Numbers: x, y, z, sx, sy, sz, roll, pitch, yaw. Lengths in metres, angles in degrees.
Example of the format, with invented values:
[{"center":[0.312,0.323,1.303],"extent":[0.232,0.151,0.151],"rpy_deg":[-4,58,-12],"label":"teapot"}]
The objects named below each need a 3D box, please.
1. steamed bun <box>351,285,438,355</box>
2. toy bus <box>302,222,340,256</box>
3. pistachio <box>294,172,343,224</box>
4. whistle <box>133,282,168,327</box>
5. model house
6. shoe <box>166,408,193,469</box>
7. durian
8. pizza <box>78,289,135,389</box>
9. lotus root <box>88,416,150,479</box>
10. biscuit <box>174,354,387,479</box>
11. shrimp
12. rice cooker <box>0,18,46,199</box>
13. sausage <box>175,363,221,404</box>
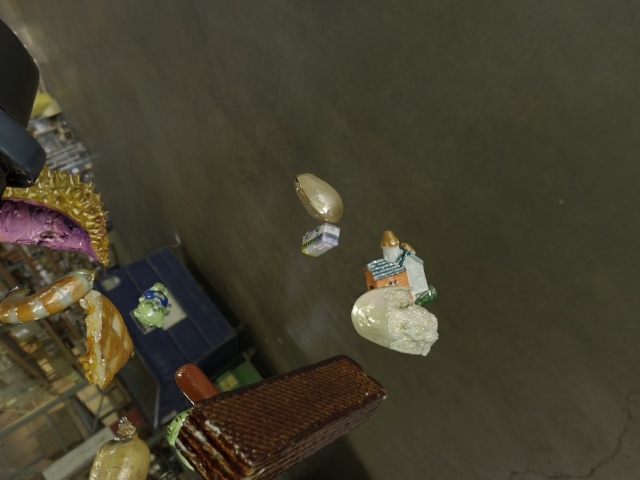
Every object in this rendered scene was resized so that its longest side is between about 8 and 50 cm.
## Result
[{"center":[0.201,0.200,1.345],"extent":[0.200,0.170,0.225],"rpy_deg":[24,-179,29],"label":"steamed bun"},{"center":[0.000,0.000,1.269],"extent":[0.102,0.052,0.058],"rpy_deg":[-30,48,50],"label":"toy bus"},{"center":[-0.009,-0.124,1.529],"extent":[0.185,0.126,0.108],"rpy_deg":[49,120,7],"label":"pistachio"},{"center":[-0.565,0.213,1.741],"extent":[0.105,0.085,0.227],"rpy_deg":[33,-159,-20],"label":"whistle"},{"center":[0.242,0.099,1.784],"extent":[0.190,0.271,0.301],"rpy_deg":[-147,43,-66],"label":"model house"},{"center":[-0.262,0.516,1.275],"extent":[0.262,0.140,0.128],"rpy_deg":[32,-168,-28],"label":"shoe"},{"center":[-0.510,-0.073,0.932],"extent":[0.186,0.260,0.154],"rpy_deg":[-94,7,-52],"label":"durian"},{"center":[-0.401,0.196,0.945],"extent":[0.182,0.062,0.161],"rpy_deg":[89,173,-59],"label":"pizza"},{"center":[-0.468,0.530,1.198],"extent":[0.125,0.221,0.118],"rpy_deg":[25,151,-31],"label":"lotus root"},{"center":[-0.029,0.248,0.738],"extent":[0.107,0.388,0.073],"rpy_deg":[36,107,27],"label":"biscuit"},{"center":[-0.479,0.090,0.894],"extent":[0.166,0.161,0.049],"rpy_deg":[11,129,51],"label":"shrimp"},{"center":[-0.305,-0.057,0.265],"extent":[0.267,0.224,0.267],"rpy_deg":[17,165,5],"label":"rice cooker"},{"center":[-0.350,0.507,1.610],"extent":[0.300,0.083,0.089],"rpy_deg":[40,117,21],"label":"sausage"}]
